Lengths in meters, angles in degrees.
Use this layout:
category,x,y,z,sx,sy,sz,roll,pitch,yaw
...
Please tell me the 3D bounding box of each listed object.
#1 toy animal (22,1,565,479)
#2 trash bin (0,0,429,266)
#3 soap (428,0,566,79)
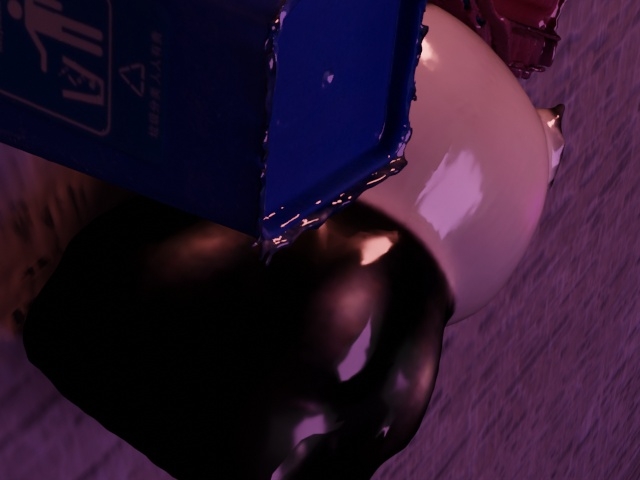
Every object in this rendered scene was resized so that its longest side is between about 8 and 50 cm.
category,x,y,z,sx,sy,sz,roll,pitch,yaw
toy animal,0.000,0.000,0.799,0.310,0.251,0.251,-56,153,-6
trash bin,-0.072,-0.109,0.603,0.184,0.235,0.162,-35,141,-44
soap,0.119,-0.207,0.980,0.250,0.099,0.162,-9,117,-69
